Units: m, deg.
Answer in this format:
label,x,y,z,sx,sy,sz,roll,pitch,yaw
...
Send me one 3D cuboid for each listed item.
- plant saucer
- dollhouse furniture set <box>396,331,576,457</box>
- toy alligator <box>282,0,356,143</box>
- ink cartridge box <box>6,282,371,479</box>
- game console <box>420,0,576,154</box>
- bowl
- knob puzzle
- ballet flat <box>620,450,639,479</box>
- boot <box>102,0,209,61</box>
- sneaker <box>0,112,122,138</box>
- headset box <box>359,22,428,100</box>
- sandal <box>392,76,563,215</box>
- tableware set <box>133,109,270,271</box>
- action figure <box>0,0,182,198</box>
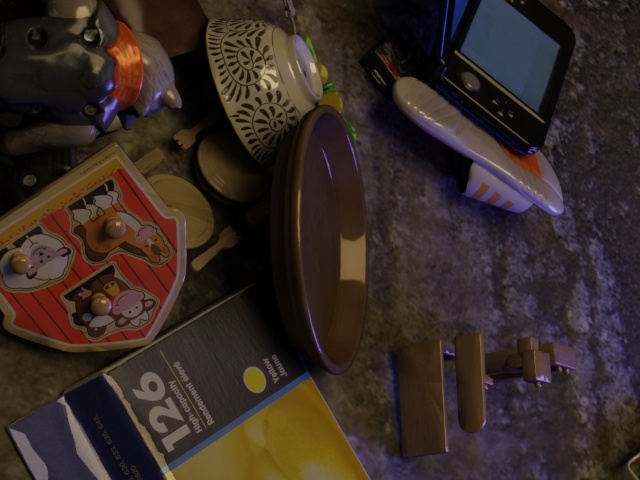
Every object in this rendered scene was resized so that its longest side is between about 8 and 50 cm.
label,x,y,z,sx,sy,sz,roll,pitch,yaw
plant saucer,0.000,0.000,1.665,0.278,0.041,0.278,-3,90,-74
dollhouse furniture set,0.188,0.178,1.787,0.151,0.144,0.123,19,64,-51
toy alligator,-0.020,-0.184,1.811,0.051,0.056,0.190,-26,90,-3
ink cartridge box,-0.100,0.233,1.550,0.307,0.072,0.304,-31,93,-45
game console,0.234,-0.293,1.949,0.250,0.173,0.293,37,40,-10
bowl,-0.048,-0.169,1.706,0.170,0.080,0.170,-20,90,-75
knob puzzle,-0.203,0.031,1.461,0.213,0.213,0.030,26,17,-31
ballet flat,0.404,0.321,1.929,0.124,0.116,0.342,38,48,3
boot,-0.222,-0.269,1.641,0.248,0.090,0.207,-22,85,-47
sneaker,-0.311,-0.232,1.511,0.384,0.147,0.145,37,50,-25
headset box,0.089,-0.211,1.925,0.062,0.032,0.083,52,48,-11
sandal,0.176,-0.103,1.929,0.265,0.076,0.102,31,36,-20
tableware set,-0.125,-0.046,1.668,0.128,0.039,0.194,48,41,1
action figure,-0.277,-0.100,1.409,0.330,0.178,0.341,-13,112,-19
